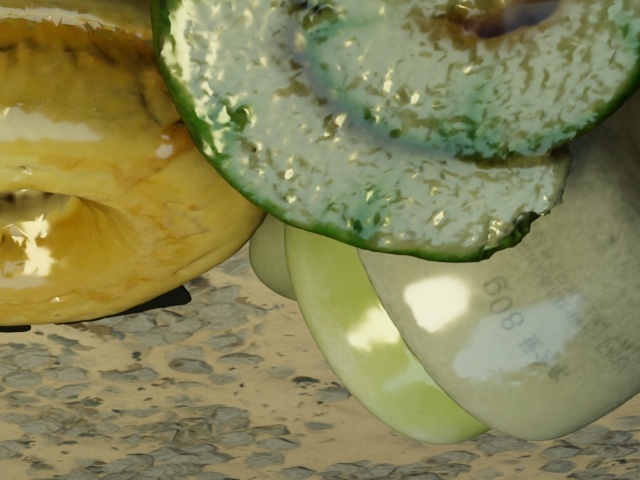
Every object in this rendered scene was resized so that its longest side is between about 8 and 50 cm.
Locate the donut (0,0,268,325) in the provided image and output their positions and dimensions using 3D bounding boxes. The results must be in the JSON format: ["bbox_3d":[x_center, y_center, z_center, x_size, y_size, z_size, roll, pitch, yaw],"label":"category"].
[{"bbox_3d":[-0.224,-0.075,1.445,0.449,0.198,0.449,-2,153,-1],"label":"donut"}]

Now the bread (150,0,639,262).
[{"bbox_3d":[0.077,-0.162,1.207,0.366,0.129,0.382,-19,119,9],"label":"bread"}]

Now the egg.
[{"bbox_3d":[0.000,0.000,1.707,0.114,0.114,0.152,22,144,-40],"label":"egg"}]

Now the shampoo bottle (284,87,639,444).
[{"bbox_3d":[0.156,-0.006,1.492,0.317,0.322,0.322,-30,144,29],"label":"shampoo bottle"}]

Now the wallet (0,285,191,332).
[{"bbox_3d":[-0.312,0.028,1.801,0.323,0.041,0.247,-8,152,15],"label":"wallet"}]
